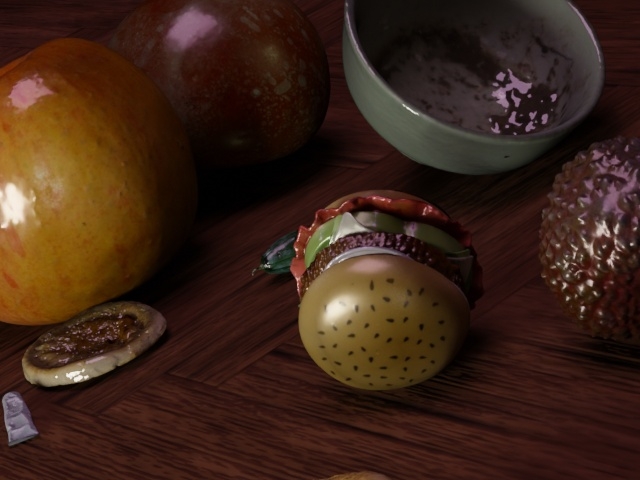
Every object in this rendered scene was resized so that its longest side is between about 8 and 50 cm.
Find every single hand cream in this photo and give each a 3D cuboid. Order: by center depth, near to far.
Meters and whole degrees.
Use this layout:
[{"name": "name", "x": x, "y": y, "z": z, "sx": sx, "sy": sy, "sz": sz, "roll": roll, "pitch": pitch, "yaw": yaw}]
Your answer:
[{"name": "hand cream", "x": -0.283, "y": 0.168, "z": 1.870, "sx": 0.030, "sy": 0.019, "sz": 0.093, "roll": -19, "pitch": 28, "yaw": -8}]

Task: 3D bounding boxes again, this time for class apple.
[{"name": "apple", "x": -0.281, "y": -0.064, "z": 2.092, "sx": 0.299, "sy": 0.275, "sz": 0.299, "roll": -21, "pitch": 22, "yaw": 9}]

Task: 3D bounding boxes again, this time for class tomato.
[{"name": "tomato", "x": -0.124, "y": -0.193, "z": 2.285, "sx": 0.270, "sy": 0.223, "sz": 0.270, "roll": -4, "pitch": 2, "yaw": 0}]

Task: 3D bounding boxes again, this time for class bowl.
[{"name": "bowl", "x": 0.143, "y": -0.170, "z": 2.110, "sx": 0.289, "sy": 0.146, "sz": 0.289, "roll": 11, "pitch": 49, "yaw": -13}]

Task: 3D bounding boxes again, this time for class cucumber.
[{"name": "cucumber", "x": 0.000, "y": 0.000, "z": 2.019, "sx": 0.168, "sy": 0.039, "sz": 0.039, "roll": -22, "pitch": 21, "yaw": -19}]

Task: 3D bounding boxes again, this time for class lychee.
[{"name": "lychee", "x": 0.259, "y": 0.007, "z": 1.617, "sx": 0.165, "sy": 0.165, "sz": 0.197, "roll": -17, "pitch": 45, "yaw": 4}]

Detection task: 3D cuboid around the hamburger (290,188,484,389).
[{"name": "hamburger", "x": 0.053, "y": 0.049, "z": 1.694, "sx": 0.175, "sy": 0.175, "sz": 0.137, "roll": -12, "pitch": 34, "yaw": 15}]

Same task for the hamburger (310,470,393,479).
[{"name": "hamburger", "x": -0.015, "y": 0.238, "z": 1.344, "sx": 0.213, "sy": 0.108, "sz": 0.214, "roll": -15, "pitch": 20, "yaw": 6}]

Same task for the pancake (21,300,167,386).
[{"name": "pancake", "x": -0.224, "y": 0.100, "z": 1.968, "sx": 0.151, "sy": 0.025, "sz": 0.151, "roll": -18, "pitch": 20, "yaw": 7}]
